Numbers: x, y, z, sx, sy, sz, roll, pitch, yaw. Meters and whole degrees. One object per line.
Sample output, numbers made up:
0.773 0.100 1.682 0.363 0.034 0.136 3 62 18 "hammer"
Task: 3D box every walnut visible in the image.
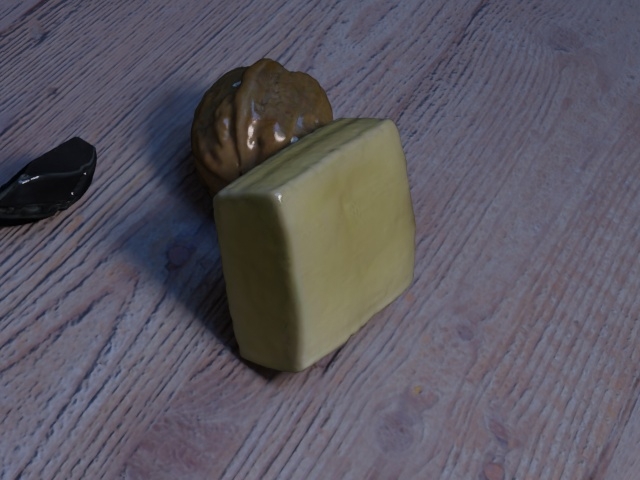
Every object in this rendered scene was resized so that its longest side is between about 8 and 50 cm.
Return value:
-0.077 -0.139 2.078 0.198 0.198 0.245 24 46 -7 "walnut"

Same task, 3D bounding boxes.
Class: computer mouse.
-0.334 -0.064 1.914 0.062 0.106 0.192 48 36 2 "computer mouse"

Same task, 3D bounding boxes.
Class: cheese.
0.000 0.000 1.937 0.123 0.243 0.265 5 27 36 "cheese"
